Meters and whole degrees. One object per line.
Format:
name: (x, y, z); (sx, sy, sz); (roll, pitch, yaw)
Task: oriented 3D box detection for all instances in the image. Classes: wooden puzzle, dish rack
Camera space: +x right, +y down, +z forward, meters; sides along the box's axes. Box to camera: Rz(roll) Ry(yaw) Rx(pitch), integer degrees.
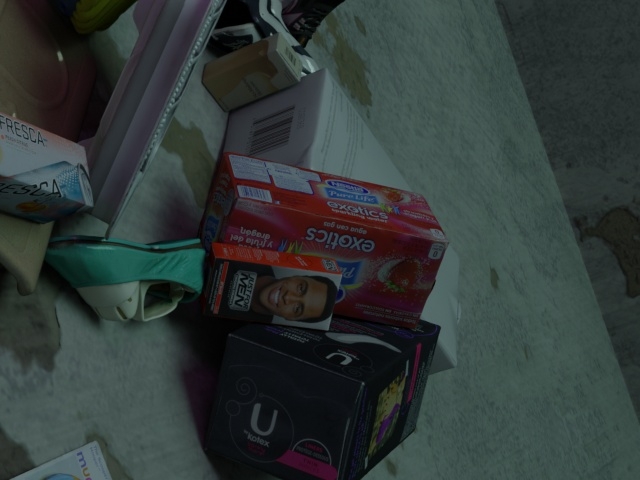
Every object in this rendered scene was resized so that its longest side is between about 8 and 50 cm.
wooden puzzle: (-0.341, -0.163, 1.304); (0.348, 0.081, 0.322); (56, 27, -37)
dish rack: (-0.166, -0.170, 1.438); (0.072, 0.285, 0.333); (25, 16, -7)

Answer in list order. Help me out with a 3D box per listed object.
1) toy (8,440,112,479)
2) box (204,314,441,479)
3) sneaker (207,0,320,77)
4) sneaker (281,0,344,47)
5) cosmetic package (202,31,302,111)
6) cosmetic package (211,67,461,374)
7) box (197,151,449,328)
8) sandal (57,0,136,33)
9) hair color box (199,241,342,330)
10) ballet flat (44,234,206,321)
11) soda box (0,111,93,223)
toy: (-0.215, 0.260, 1.250); (0.237, 0.056, 0.136); (-16, 87, -66)
box: (0.009, 0.164, 1.615); (0.270, 0.165, 0.143); (-21, 127, -66)
sneaker: (-0.085, -0.246, 1.893); (0.153, 0.094, 0.235); (-27, 101, -61)
sneaker: (-0.023, -0.302, 1.975); (0.072, 0.178, 0.077); (11, 68, -34)
cosmetic package: (-0.087, -0.214, 1.828); (0.060, 0.115, 0.041); (50, 31, -35)
cosmetic package: (0.033, -0.005, 1.871); (0.385, 0.156, 0.217); (55, 28, -32)
box: (0.000, 0.000, 1.640); (0.257, 0.122, 0.128); (11, 25, -17)
sandal: (-0.243, -0.295, 1.482); (0.138, 0.126, 0.317); (48, -6, -10)
hair color box: (-0.054, 0.050, 1.555); (0.043, 0.141, 0.072); (-115, -145, -64)
ballet flat: (-0.190, 0.040, 1.455); (0.247, 0.083, 0.087); (2, 83, -63)
soda box: (-0.269, -0.065, 1.218); (0.183, 0.058, 0.063); (22, 54, -63)
